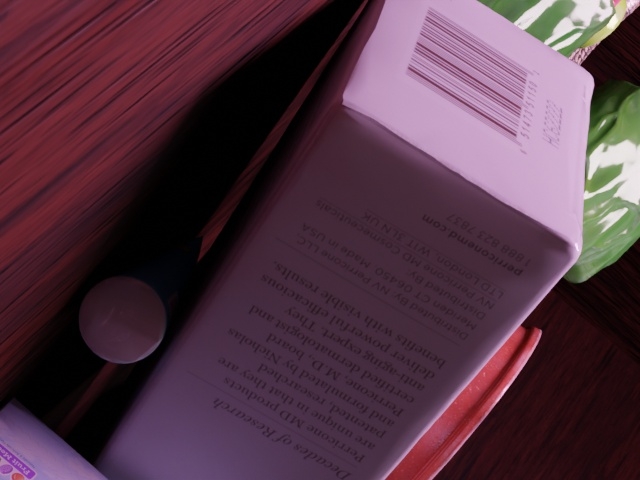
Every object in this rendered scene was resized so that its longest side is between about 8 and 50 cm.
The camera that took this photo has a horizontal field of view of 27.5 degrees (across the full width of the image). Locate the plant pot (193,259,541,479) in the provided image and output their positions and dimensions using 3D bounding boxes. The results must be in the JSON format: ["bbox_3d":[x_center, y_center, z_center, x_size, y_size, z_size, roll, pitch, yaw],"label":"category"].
[{"bbox_3d":[0.012,0.096,1.191,0.272,0.265,0.272,-48,176,-5],"label":"plant pot"}]

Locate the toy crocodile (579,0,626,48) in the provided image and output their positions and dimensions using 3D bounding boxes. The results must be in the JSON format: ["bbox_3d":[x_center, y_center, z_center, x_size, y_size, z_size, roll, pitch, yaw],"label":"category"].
[{"bbox_3d":[0.159,-0.165,1.050,0.340,0.115,0.105,-44,-146,-3],"label":"toy crocodile"}]

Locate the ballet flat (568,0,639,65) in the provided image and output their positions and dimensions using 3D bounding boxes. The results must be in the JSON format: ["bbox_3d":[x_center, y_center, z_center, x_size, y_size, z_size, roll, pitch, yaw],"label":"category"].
[{"bbox_3d":[0.272,-0.303,1.230,0.483,0.164,0.182,-45,155,-25],"label":"ballet flat"}]

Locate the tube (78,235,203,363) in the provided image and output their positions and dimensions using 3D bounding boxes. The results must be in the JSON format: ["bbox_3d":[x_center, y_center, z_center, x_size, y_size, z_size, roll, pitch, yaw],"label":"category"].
[{"bbox_3d":[-0.113,0.038,0.871,0.080,0.052,0.207,-47,-178,5],"label":"tube"}]

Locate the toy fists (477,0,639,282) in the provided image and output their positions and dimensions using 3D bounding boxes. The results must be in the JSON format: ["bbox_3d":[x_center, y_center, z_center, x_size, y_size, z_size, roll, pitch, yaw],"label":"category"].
[{"bbox_3d":[0.157,-0.103,0.965,0.142,0.279,0.096,-36,-160,-23],"label":"toy fists"}]

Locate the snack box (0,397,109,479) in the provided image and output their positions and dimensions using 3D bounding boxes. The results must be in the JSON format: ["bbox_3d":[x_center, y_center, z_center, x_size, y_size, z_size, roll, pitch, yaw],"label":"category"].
[{"bbox_3d":[-0.197,0.233,0.848,0.207,0.174,0.070,-52,176,28],"label":"snack box"}]

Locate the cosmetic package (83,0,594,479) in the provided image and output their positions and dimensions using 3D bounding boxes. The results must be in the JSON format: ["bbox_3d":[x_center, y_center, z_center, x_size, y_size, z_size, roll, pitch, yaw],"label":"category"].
[{"bbox_3d":[-0.012,0.062,0.886,0.453,0.161,0.230,-54,-172,34],"label":"cosmetic package"}]

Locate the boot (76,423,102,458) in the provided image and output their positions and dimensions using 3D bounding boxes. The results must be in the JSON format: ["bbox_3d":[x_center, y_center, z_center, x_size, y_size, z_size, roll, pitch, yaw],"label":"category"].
[{"bbox_3d":[-0.219,0.238,1.320,0.263,0.091,0.229,-45,-178,8],"label":"boot"}]
